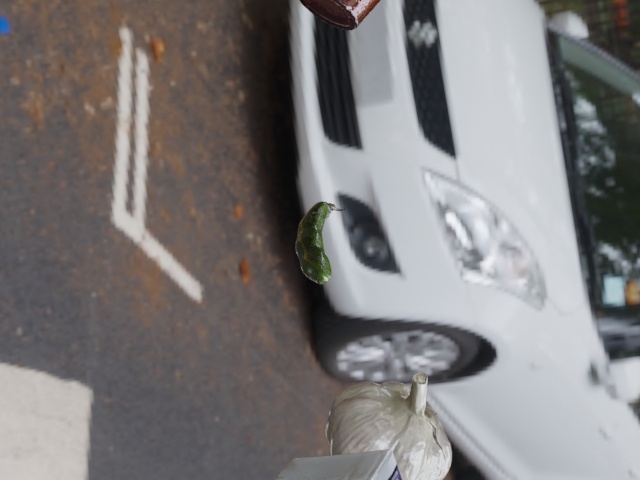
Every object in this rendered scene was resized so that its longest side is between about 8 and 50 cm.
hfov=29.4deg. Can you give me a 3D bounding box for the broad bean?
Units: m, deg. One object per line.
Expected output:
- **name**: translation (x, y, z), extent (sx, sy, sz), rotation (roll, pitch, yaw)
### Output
- **broad bean**: translation (-0.005, -0.001, 1.921), extent (0.227, 0.069, 0.039), rotation (-79, 168, -55)

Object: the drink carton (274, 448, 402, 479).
- **drink carton**: translation (0.040, 0.357, 1.371), extent (0.102, 0.134, 0.222), rotation (-50, 124, -59)

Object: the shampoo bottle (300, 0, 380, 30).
- **shampoo bottle**: translation (0.084, -0.386, 1.571), extent (0.260, 0.102, 0.064), rotation (-51, 151, -18)

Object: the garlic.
- **garlic**: translation (0.131, 0.294, 1.974), extent (0.212, 0.218, 0.218), rotation (-59, -173, 32)
